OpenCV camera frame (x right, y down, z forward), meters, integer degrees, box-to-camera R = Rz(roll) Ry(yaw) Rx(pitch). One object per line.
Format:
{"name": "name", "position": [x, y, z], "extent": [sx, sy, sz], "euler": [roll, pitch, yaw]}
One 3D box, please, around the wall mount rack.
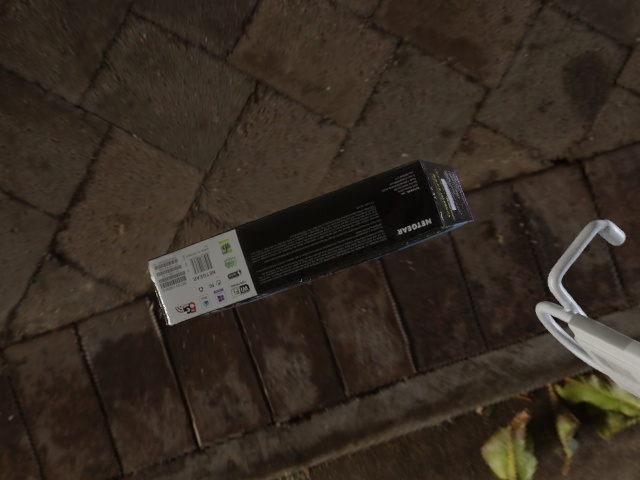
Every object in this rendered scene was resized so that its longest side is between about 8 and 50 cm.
{"name": "wall mount rack", "position": [0.382, 0.122, 0.923], "extent": [0.130, 0.350, 0.304], "euler": [-49, 118, -5]}

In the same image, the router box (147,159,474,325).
{"name": "router box", "position": [0.000, 0.000, 0.613], "extent": [0.179, 0.133, 0.046], "euler": [-20, 87, 16]}
